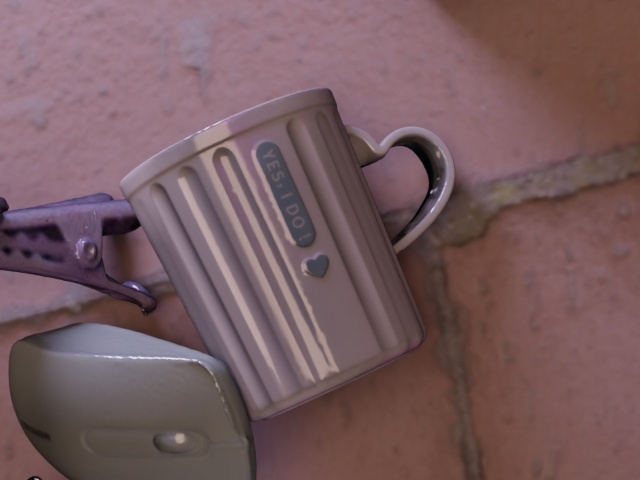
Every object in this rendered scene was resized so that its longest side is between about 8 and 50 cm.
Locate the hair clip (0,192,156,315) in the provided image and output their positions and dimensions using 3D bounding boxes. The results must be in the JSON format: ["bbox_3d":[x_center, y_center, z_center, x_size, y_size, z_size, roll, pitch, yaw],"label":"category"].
[{"bbox_3d":[-0.250,-0.006,1.184,0.278,0.137,0.090,10,86,-30],"label":"hair clip"}]

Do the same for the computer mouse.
[{"bbox_3d":[-0.145,0.130,1.167,0.231,0.079,0.128,6,122,40],"label":"computer mouse"}]

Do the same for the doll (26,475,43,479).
[{"bbox_3d":[-0.202,0.268,1.204,0.149,0.095,0.192,33,102,-28],"label":"doll"}]

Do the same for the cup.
[{"bbox_3d":[-0.006,0.002,1.150,0.221,0.167,0.202,-26,87,12],"label":"cup"}]
